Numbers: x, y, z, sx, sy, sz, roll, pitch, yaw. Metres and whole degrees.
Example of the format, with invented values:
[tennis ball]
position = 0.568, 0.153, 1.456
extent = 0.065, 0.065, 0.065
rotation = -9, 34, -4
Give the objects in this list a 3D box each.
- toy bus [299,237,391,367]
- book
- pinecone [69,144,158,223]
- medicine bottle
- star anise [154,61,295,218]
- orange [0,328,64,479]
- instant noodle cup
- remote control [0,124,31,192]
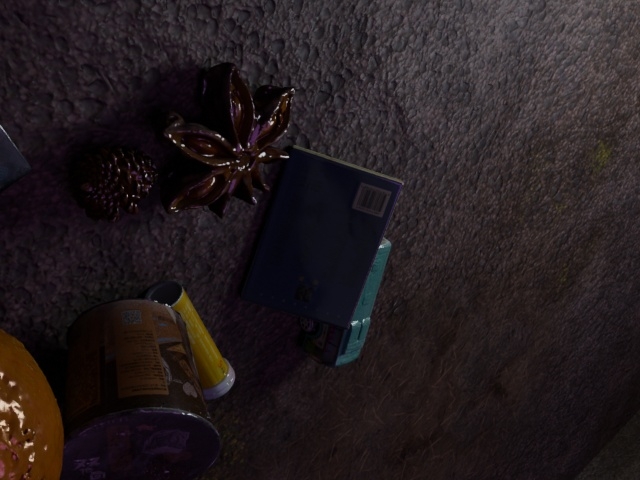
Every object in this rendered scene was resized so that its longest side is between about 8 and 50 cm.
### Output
[toy bus]
position = 0.040, 0.100, 1.454
extent = 0.091, 0.109, 0.261
rotation = -12, 124, -45
[book]
position = 0.000, 0.000, 1.335
extent = 0.191, 0.025, 0.269
rotation = 17, 106, -9
[pinecone]
position = -0.261, -0.077, 1.065
extent = 0.109, 0.102, 0.102
rotation = -33, 134, -28
[medicine bottle]
position = -0.202, 0.156, 1.288
extent = 0.074, 0.074, 0.218
rotation = -38, 134, -19
[star anise]
position = -0.141, -0.138, 1.144
extent = 0.220, 0.099, 0.214
rotation = -7, 106, -41
[orange]
position = -0.462, 0.234, 0.924
extent = 0.341, 0.293, 0.340
rotation = -6, 105, -21
[instant noodle cup]
position = -0.257, 0.210, 1.132
extent = 0.218, 0.207, 0.217
rotation = -10, 139, -9
[remote control]
position = -0.507, -0.007, 0.924
extent = 0.377, 0.044, 0.107
rotation = -40, 132, -18
